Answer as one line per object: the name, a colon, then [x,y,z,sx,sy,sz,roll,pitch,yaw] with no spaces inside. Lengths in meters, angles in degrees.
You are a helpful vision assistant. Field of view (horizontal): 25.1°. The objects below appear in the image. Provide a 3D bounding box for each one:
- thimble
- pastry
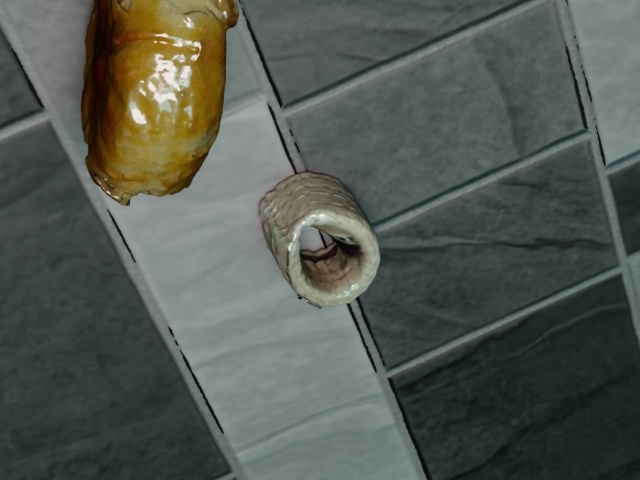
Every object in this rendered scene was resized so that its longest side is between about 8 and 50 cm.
thimble: [0.000,0.000,1.399,0.102,0.090,0.115,-46,126,13]
pastry: [-0.139,-0.142,1.178,0.100,0.218,0.229,0,94,-20]
